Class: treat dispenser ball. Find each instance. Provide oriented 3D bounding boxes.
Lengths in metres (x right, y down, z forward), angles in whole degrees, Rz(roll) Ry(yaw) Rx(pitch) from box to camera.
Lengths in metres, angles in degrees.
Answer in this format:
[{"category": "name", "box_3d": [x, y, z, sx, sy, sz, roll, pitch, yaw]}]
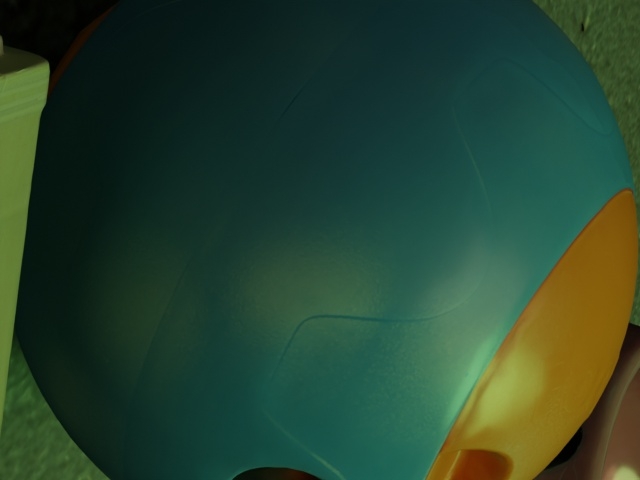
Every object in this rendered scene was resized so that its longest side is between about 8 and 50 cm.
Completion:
[{"category": "treat dispenser ball", "box_3d": [0.000, 0.000, 0.754, 0.288, 0.288, 0.288, -35, 135, -44]}]

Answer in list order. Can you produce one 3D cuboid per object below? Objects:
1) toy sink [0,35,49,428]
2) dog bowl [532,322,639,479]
[{"category": "toy sink", "box_3d": [-0.190, -0.019, 0.554, 0.131, 0.153, 0.234, -37, 139, -66]}, {"category": "dog bowl", "box_3d": [0.175, 0.234, 1.189, 0.408, 0.150, 0.407, 3, 87, -63]}]
